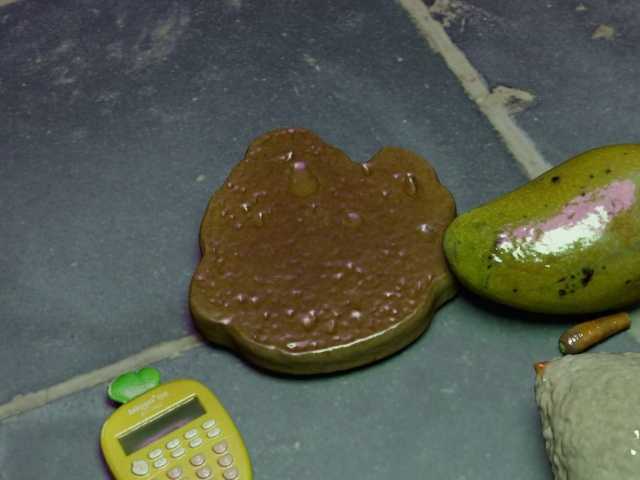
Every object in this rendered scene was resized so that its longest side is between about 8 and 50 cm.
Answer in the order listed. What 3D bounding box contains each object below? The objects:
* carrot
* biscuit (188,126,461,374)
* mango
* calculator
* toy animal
[{"bbox_3d":[0.322,0.108,1.372,0.093,0.032,0.032,-21,50,-15],"label":"carrot"},{"bbox_3d":[0.000,0.000,1.474,0.358,0.074,0.381,-12,47,-7],"label":"biscuit"},{"bbox_3d":[0.315,-0.008,1.372,0.329,0.176,0.176,-18,36,-16],"label":"mango"},{"bbox_3d":[-0.166,0.234,1.315,0.146,0.032,0.235,-27,53,-17],"label":"calculator"},{"bbox_3d":[0.354,0.231,1.157,0.358,0.188,0.226,28,52,28],"label":"toy animal"}]
